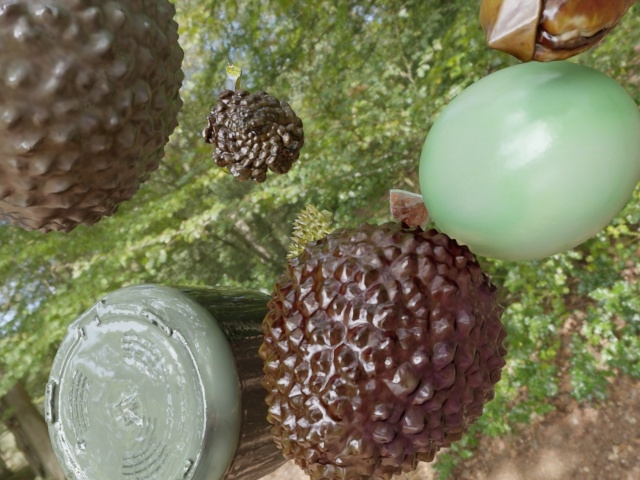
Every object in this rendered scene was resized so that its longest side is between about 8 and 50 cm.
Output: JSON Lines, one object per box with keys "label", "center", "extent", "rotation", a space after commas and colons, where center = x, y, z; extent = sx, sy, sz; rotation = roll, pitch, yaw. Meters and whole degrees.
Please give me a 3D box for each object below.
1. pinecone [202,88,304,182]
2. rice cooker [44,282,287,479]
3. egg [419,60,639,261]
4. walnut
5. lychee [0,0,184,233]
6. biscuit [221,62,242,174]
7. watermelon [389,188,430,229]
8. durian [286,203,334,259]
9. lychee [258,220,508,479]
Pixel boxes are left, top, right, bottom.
{"label": "pinecone", "center": [-0.119, -0.192, 1.030], "extent": [0.150, 0.179, 0.195], "rotation": [-49, -5, 34]}
{"label": "rice cooker", "center": [-0.187, 0.223, 0.834], "extent": [0.335, 0.335, 0.325], "rotation": [-38, -19, 17]}
{"label": "egg", "center": [0.234, -0.087, 0.644], "extent": [0.220, 0.220, 0.270], "rotation": [-38, 7, -23]}
{"label": "walnut", "center": [0.213, -0.222, 0.486], "extent": [0.207, 0.115, 0.116], "rotation": [-38, 1, -19]}
{"label": "lychee", "center": [-0.266, -0.151, 0.509], "extent": [0.300, 0.300, 0.300], "rotation": [-38, 1, 0]}
{"label": "biscuit", "center": [-0.225, -0.293, 1.395], "extent": [0.026, 0.048, 0.291], "rotation": [-43, -28, -47]}
{"label": "watermelon", "center": [0.238, -0.068, 1.464], "extent": [0.121, 0.097, 0.158], "rotation": [6, 18, 5]}
{"label": "durian", "center": [0.000, 0.000, 1.451], "extent": [0.306, 0.167, 0.172], "rotation": [-159, 81, -79]}
{"label": "lychee", "center": [0.049, 0.113, 0.543], "extent": [0.271, 0.271, 0.271], "rotation": [-38, 1, 0]}
